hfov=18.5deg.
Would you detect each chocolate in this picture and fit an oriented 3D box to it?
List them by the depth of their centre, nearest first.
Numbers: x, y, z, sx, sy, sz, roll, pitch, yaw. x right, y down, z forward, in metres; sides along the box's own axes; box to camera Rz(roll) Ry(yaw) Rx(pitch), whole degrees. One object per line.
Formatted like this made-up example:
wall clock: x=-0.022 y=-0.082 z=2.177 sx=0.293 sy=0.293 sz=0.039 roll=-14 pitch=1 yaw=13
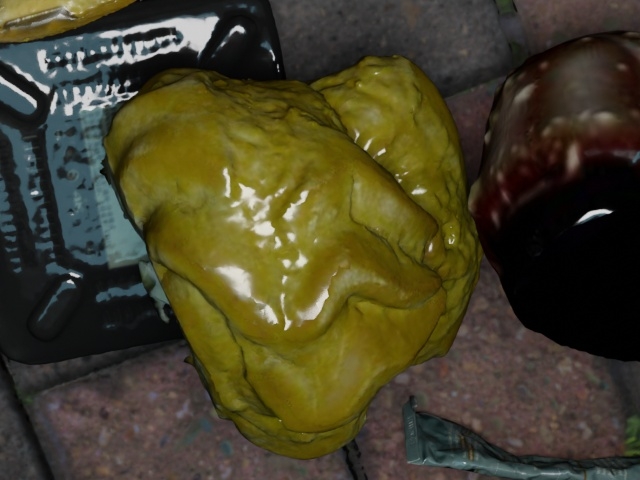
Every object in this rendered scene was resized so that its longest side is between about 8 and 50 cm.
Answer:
chocolate: x=0.257 y=-0.051 z=1.550 sx=0.340 sy=0.210 sz=0.225 roll=16 pitch=140 yaw=-43

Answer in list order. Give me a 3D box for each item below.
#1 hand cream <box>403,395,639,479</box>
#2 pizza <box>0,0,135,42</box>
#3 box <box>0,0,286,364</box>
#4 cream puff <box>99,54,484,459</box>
hand cream: x=0.191 y=0.190 z=1.720 sx=0.248 sy=0.075 sz=0.052 roll=15 pitch=99 yaw=-13
pizza: x=-0.198 y=-0.249 z=1.495 sx=0.204 sy=0.080 sz=0.188 roll=-37 pitch=98 yaw=4
box: x=-0.154 y=-0.055 z=1.606 sx=0.289 sy=0.073 sz=0.290 roll=-10 pitch=107 yaw=-4
cream puff: x=-0.002 y=-0.004 z=1.463 sx=0.270 sy=0.274 sz=0.323 roll=-27 pitch=112 yaw=-4
